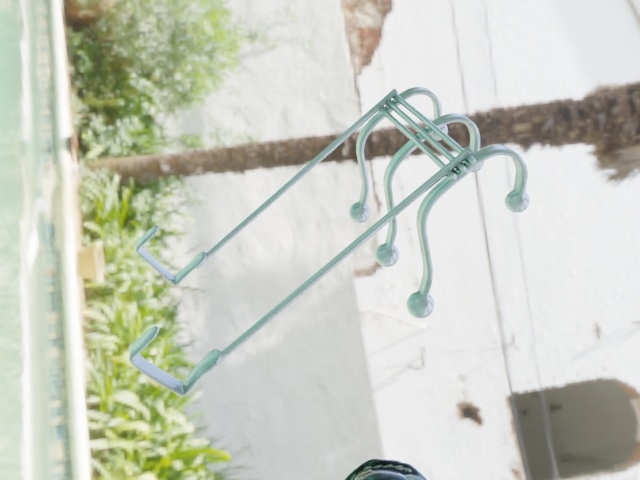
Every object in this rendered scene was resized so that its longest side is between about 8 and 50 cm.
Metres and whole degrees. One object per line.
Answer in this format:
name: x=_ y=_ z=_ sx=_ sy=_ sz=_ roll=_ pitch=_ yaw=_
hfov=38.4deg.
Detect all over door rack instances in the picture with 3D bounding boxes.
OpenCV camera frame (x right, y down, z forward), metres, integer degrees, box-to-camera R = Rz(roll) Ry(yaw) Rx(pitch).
over door rack: x=0.000 y=0.000 z=0.790 sx=0.108 sy=0.324 sz=0.239 roll=60 pitch=1 yaw=-23

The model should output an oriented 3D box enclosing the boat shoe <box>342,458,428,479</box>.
boat shoe: x=0.125 y=0.288 z=0.677 sx=0.302 sy=0.114 sz=0.091 roll=40 pitch=-10 yaw=5
